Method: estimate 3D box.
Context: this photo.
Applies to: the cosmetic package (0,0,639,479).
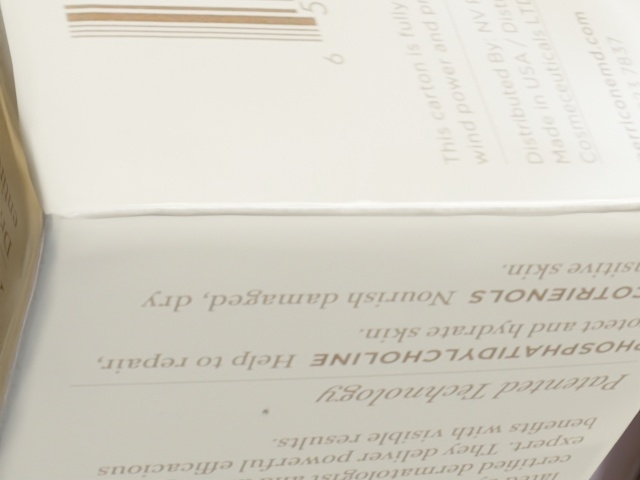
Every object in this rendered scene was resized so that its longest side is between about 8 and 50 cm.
[{"bbox_3d":[-0.045,-0.015,1.001,0.394,0.327,0.329,115,-34,-47],"label":"cosmetic package"}]
